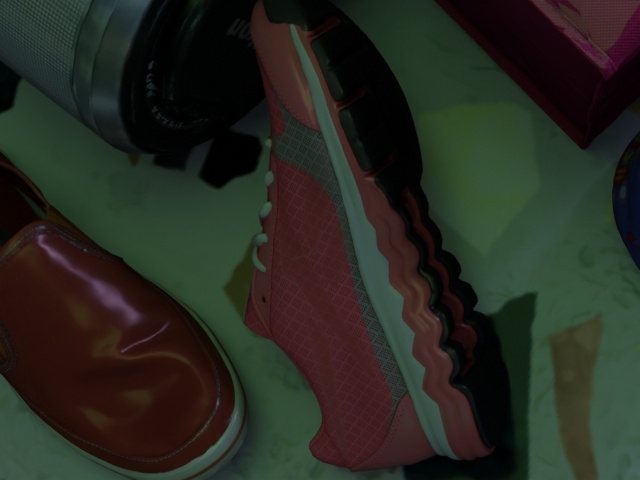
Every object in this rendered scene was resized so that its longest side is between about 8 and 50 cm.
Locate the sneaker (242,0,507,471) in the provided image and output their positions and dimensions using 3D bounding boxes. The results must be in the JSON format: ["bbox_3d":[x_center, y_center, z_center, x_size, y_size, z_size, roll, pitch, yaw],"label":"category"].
[{"bbox_3d":[0.000,0.000,1.176,0.136,0.116,0.313,-19,92,20],"label":"sneaker"}]

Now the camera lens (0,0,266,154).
[{"bbox_3d":[-0.142,-0.203,1.255,0.274,0.219,0.219,37,85,22],"label":"camera lens"}]

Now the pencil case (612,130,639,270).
[{"bbox_3d":[0.245,-0.067,1.074,0.119,0.306,0.133,37,75,10],"label":"pencil case"}]

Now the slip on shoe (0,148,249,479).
[{"bbox_3d":[-0.179,0.036,1.256,0.123,0.101,0.331,-45,69,-4],"label":"slip on shoe"}]

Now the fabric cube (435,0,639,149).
[{"bbox_3d":[0.167,-0.246,1.141,0.258,0.259,0.254,-43,83,-1],"label":"fabric cube"}]
